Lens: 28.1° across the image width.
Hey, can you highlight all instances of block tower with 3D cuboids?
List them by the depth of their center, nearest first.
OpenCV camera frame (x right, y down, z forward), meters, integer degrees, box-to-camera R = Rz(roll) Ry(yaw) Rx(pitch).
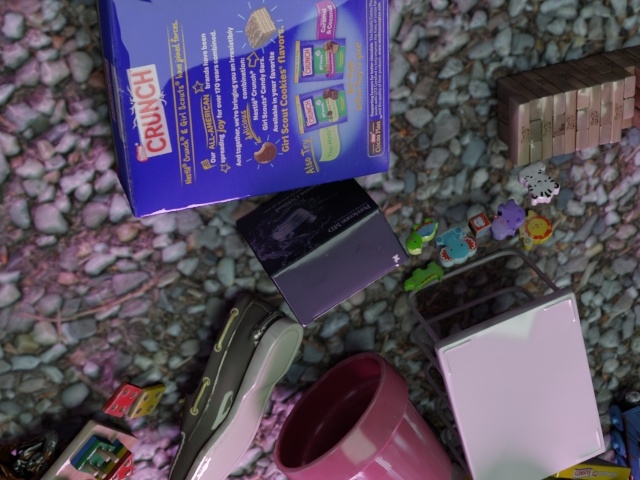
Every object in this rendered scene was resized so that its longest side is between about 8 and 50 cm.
[{"bbox_3d":[0.388,-0.190,1.675,0.335,0.097,0.091,-15,120,-16],"label":"block tower"}]

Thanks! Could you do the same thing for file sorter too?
[{"bbox_3d":[0.247,0.179,1.761,0.192,0.173,0.278,-22,121,-8],"label":"file sorter"}]

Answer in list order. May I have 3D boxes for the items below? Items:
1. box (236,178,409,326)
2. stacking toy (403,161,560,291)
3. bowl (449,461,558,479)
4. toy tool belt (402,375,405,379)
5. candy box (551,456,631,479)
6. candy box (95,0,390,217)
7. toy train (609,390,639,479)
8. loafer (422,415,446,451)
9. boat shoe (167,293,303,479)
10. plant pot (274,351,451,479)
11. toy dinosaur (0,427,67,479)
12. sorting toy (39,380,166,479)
[{"bbox_3d":[0.000,0.000,1.582,0.156,0.158,0.093,-33,123,-3],"label":"box"},{"bbox_3d":[0.210,-0.006,1.674,0.221,0.052,0.167,-26,157,-7],"label":"stacking toy"},{"bbox_3d":[0.213,0.418,1.865,0.156,0.289,0.289,42,98,11],"label":"bowl"},{"bbox_3d":[0.091,0.231,1.801,0.051,0.052,0.083,-7,118,-27],"label":"toy tool belt"},{"bbox_3d":[0.363,0.329,1.890,0.206,0.105,0.027,15,91,-47],"label":"candy box"},{"bbox_3d":[-0.087,-0.192,1.471,0.317,0.122,0.268,-11,120,-17],"label":"candy box"},{"bbox_3d":[0.501,0.320,1.973,0.080,0.105,0.184,-19,121,-11],"label":"toy train"},{"bbox_3d":[0.082,0.342,1.834,0.223,0.076,0.078,-37,101,-4],"label":"loafer"},{"bbox_3d":[-0.128,0.212,1.683,0.109,0.091,0.305,-7,128,-61],"label":"boat shoe"},{"bbox_3d":[0.070,0.280,1.711,0.201,0.201,0.180,-45,109,5],"label":"plant pot"},{"bbox_3d":[-0.467,0.328,1.580,0.322,0.164,0.218,-47,147,-24],"label":"toy dinosaur"},{"bbox_3d":[-0.289,0.297,1.642,0.274,0.046,0.132,-51,157,-3],"label":"sorting toy"}]
